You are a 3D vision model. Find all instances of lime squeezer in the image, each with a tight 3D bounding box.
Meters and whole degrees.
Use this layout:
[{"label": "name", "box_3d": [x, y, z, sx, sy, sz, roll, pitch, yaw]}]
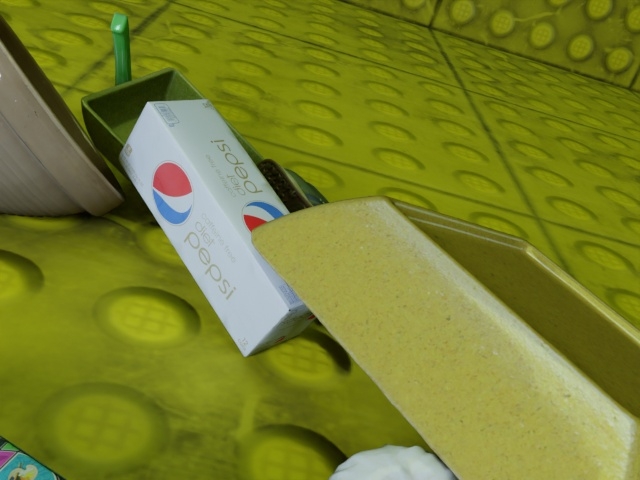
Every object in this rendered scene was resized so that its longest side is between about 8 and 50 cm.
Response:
[{"label": "lime squeezer", "box_3d": [-0.216, -0.155, 0.856, 0.059, 0.109, 0.310, 0, -3, 0]}]

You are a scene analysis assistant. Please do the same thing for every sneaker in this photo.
[{"label": "sneaker", "box_3d": [0.000, 0.000, 0.722, 0.086, 0.064, 0.192, 24, 28, -50]}]

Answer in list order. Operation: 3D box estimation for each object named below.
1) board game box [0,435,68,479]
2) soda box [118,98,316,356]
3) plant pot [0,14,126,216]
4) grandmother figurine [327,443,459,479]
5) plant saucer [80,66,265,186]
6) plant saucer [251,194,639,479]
[{"label": "board game box", "box_3d": [-0.179, 0.157, 0.219, 0.336, 0.079, 0.254, 21, 20, 26]}, {"label": "soda box", "box_3d": [-0.080, -0.017, 0.614, 0.069, 0.074, 0.216, -15, 64, -48]}, {"label": "plant pot", "box_3d": [-0.281, -0.103, 0.635, 0.110, 0.237, 0.237, -34, 44, -8]}, {"label": "grandmother figurine", "box_3d": [0.090, 0.230, 0.308, 0.208, 0.104, 0.342, 12, 28, -32]}, {"label": "plant saucer", "box_3d": [-0.138, -0.081, 0.753, 0.188, 0.045, 0.188, 46, 28, -5]}, {"label": "plant saucer", "box_3d": [0.160, 0.079, 0.548, 0.333, 0.081, 0.333, 11, 27, -48]}]
